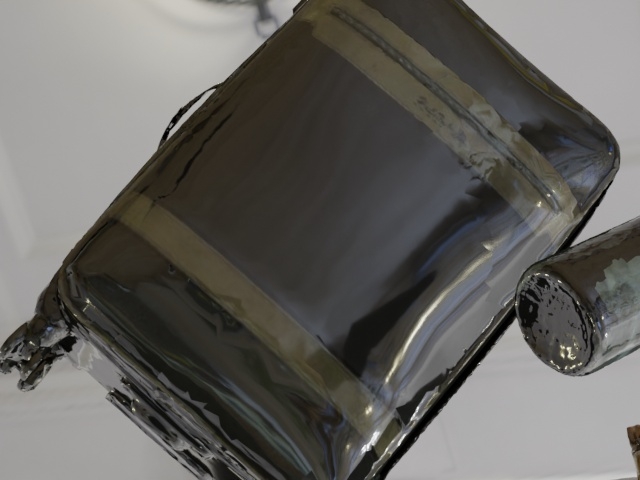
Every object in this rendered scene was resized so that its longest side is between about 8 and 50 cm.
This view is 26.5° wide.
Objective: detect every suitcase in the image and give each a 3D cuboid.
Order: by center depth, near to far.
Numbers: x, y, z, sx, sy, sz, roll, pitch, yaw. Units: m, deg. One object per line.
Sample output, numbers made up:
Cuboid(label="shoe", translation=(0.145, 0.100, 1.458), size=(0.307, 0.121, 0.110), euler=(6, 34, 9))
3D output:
Cuboid(label="suitcase", translation=(0.000, 0.000, 0.987), size=(0.434, 0.283, 0.194), euler=(-48, 179, -20))

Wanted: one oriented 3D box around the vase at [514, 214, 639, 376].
Cuboid(label="vase", translation=(0.192, 0.004, 0.684), size=(0.211, 0.060, 0.060), euler=(-22, -159, -31))

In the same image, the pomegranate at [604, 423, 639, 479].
Cuboid(label="pomegranate", translation=(0.257, 0.295, 0.994), size=(0.319, 0.319, 0.319), euler=(-15, -159, 6))
